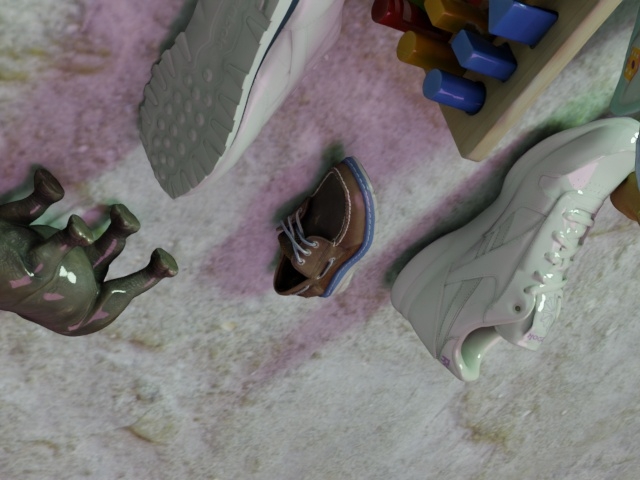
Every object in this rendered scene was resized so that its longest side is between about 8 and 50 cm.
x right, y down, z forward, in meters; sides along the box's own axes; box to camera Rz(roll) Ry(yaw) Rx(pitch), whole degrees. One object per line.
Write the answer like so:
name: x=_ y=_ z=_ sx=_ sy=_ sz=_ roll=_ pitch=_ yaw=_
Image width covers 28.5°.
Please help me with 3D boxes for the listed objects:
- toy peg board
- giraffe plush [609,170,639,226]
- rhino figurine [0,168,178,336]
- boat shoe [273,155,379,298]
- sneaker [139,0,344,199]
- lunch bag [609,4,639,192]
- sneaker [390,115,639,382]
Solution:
toy peg board: x=0.093 y=-0.166 z=0.798 sx=0.079 sy=0.161 sz=0.161 roll=12 pitch=133 yaw=-31
giraffe plush: x=0.397 y=-0.085 z=1.181 sx=0.210 sy=0.181 sz=0.171 roll=-17 pitch=128 yaw=-47
rhino figurine: x=-0.210 y=0.008 z=0.877 sx=0.106 sy=0.073 sz=0.243 roll=-40 pitch=149 yaw=13
boat shoe: x=0.000 y=0.000 z=1.068 sx=0.066 sy=0.066 sz=0.183 roll=-16 pitch=150 yaw=-22
sneaker: x=-0.042 y=-0.114 z=0.826 sx=0.094 sy=0.090 sz=0.235 roll=-15 pitch=152 yaw=-44
lunch bag: x=0.313 y=-0.157 z=0.919 sx=0.262 sy=0.160 sz=0.223 roll=44 pitch=62 yaw=-64
sneaker: x=0.209 y=0.012 z=1.197 sx=0.114 sy=0.152 sz=0.305 roll=11 pitch=131 yaw=-49
